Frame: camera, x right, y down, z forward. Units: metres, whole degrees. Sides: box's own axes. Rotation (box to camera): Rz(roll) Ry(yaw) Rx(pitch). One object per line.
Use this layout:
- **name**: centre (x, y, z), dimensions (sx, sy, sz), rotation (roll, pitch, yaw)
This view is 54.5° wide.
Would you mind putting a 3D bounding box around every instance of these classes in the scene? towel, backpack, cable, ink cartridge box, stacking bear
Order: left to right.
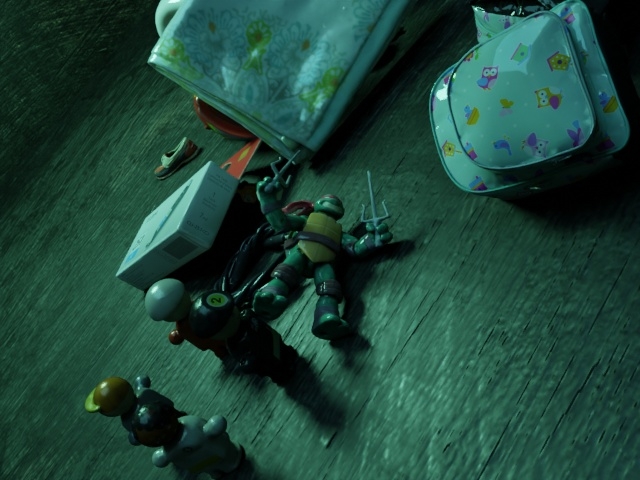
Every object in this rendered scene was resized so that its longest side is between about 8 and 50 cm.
- **ink cartridge box**: centre (-0.231, -0.064, 1.091), dimensions (0.296, 0.066, 0.261), rotation (-26, 37, 50)
- **stacking bear**: centre (-0.170, -0.273, 1.217), dimensions (0.175, 0.164, 0.289), rotation (-60, 23, -6)
- **cable**: centre (-0.100, 0.040, 0.902), dimensions (0.184, 0.047, 0.150), rotation (-35, 35, 20)
- **towel**: centre (-0.054, -0.353, 1.009), dimensions (0.374, 0.320, 0.090), rotation (-57, -2, -3)
- **backpack**: centre (0.203, -0.127, 0.623), dimensions (0.188, 0.144, 0.166), rotation (-24, 78, 44)
- **backpack**: centre (0.267, -0.268, 0.734), dimensions (0.182, 0.115, 0.152), rotation (19, 55, 41)

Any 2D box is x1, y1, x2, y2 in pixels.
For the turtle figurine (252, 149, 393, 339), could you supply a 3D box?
- **turtle figurine**: centre (0.000, 0.000, 0.774), dimensions (0.175, 0.118, 0.234), rotation (10, 55, 6)

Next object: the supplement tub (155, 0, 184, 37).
- **supplement tub**: centre (-0.242, -0.613, 1.577), dimensions (0.241, 0.241, 0.331), rotation (-8, 50, 45)

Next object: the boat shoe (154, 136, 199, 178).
- **boat shoe**: centre (-0.336, -0.188, 1.419), dimensions (0.137, 0.043, 0.049), rotation (-29, 39, 29)

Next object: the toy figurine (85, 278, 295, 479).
- **toy figurine**: centre (-0.162, 0.160, 0.753), dimensions (0.213, 0.148, 0.209), rotation (9, 62, 52)

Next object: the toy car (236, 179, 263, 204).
- **toy car**: centre (-0.124, -0.089, 1.094), dimensions (0.122, 0.060, 0.040), rotation (-134, 42, -74)
